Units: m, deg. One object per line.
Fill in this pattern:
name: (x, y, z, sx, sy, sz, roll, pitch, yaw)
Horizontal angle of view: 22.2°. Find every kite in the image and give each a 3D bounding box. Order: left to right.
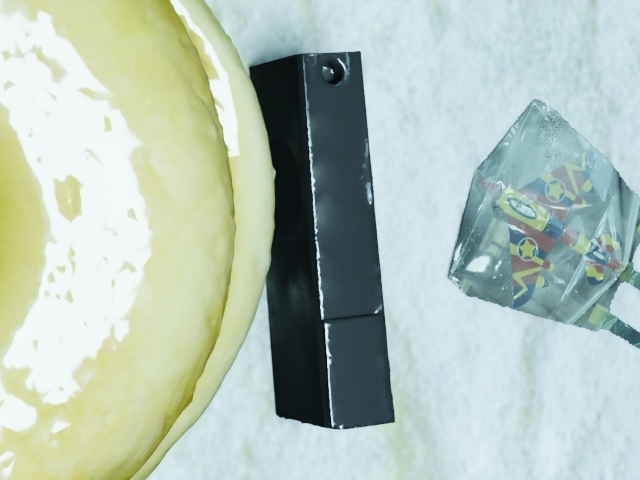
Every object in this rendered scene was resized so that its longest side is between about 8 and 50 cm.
kite: (0.198, 0.018, 1.099, 0.245, 0.015, 0.141, 31, 80, -20)

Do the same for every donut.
donut: (-0.234, -0.025, 0.787, 0.449, 0.198, 0.449, -3, 99, -20)

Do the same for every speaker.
speaker: (0.000, 0.000, 0.970, 0.044, 0.082, 0.218, -6, 93, -24)
